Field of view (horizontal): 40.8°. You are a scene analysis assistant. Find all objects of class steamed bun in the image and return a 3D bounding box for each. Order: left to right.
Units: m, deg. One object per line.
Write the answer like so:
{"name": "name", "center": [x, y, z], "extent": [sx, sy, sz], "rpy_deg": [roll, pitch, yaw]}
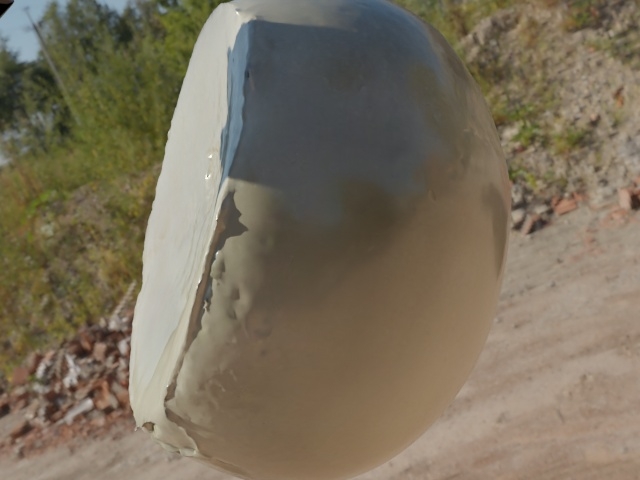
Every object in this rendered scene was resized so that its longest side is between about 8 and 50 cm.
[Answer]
{"name": "steamed bun", "center": [0.000, 0.000, 0.578], "extent": [0.206, 0.324, 0.324], "rpy_deg": [13, 0, -18]}

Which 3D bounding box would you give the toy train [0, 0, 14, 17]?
{"name": "toy train", "center": [-0.243, -0.135, 0.443], "extent": [0.204, 0.131, 0.083], "rpy_deg": [-25, -30, 34]}
